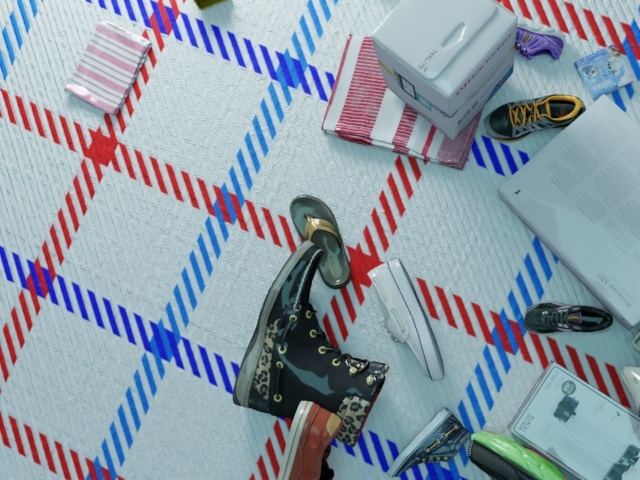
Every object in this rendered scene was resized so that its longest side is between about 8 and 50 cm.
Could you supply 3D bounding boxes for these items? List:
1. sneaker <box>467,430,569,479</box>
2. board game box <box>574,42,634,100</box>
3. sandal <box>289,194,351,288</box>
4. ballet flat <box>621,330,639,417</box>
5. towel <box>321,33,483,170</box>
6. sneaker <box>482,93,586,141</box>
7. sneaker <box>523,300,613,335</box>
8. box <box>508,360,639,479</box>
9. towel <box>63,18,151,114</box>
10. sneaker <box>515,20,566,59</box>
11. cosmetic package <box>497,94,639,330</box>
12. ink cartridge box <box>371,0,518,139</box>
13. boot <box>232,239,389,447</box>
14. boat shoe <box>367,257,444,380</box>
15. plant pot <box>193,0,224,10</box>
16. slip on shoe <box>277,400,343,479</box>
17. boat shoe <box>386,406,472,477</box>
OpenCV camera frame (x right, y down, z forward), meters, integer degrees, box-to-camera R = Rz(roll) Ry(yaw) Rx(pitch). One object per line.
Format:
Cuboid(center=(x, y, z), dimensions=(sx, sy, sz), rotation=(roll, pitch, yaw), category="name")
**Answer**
Cuboid(center=(0.436, 0.571, 1.581), dimensions=(0.202, 0.185, 0.483), rotation=(-39, 78, 0), category="sneaker")
Cuboid(center=(0.591, -0.351, 1.741), dimensions=(0.090, 0.020, 0.090), rotation=(-25, 81, 6), category="board game box")
Cuboid(center=(0.000, 0.000, 1.782), dimensions=(0.090, 0.060, 0.219), rotation=(-21, 81, 7), category="sandal")
Cuboid(center=(0.651, 0.234, 1.592), dimensions=(0.124, 0.116, 0.342), rotation=(17, 67, 29), category="ballet flat")
Cuboid(center=(0.184, -0.304, 1.799), dimensions=(0.328, 0.037, 0.237), rotation=(16, 86, 11), category="towel")
Cuboid(center=(0.442, -0.262, 1.726), dimensions=(0.214, 0.083, 0.084), rotation=(-12, 83, 10), category="sneaker")
Cuboid(center=(0.497, 0.152, 1.671), dimensions=(0.178, 0.077, 0.072), rotation=(-5, 82, 10), category="sneaker")
Cuboid(center=(0.534, 0.385, 1.633), dimensions=(0.290, 0.087, 0.169), rotation=(32, 90, 12), category="box")
Cuboid(center=(-0.492, -0.402, 1.930), dimensions=(0.144, 0.029, 0.197), rotation=(26, 88, 11), category="towel")
Cuboid(center=(0.427, -0.418, 1.755), dimensions=(0.169, 0.068, 0.071), rotation=(13, 92, 10), category="sneaker")
Cuboid(center=(0.584, -0.057, 1.650), dimensions=(0.284, 0.097, 0.377), rotation=(-40, 71, 1), category="cosmetic package")
Cuboid(center=(0.247, -0.364, 1.641), dimensions=(0.197, 0.270, 0.198), rotation=(42, 89, 15), category="ink cartridge box")
Cuboid(center=(0.006, 0.217, 1.717), dimensions=(0.284, 0.138, 0.378), rotation=(23, 92, 13), category="boot")
Cuboid(center=(0.173, 0.170, 1.718), dimensions=(0.088, 0.096, 0.268), rotation=(-24, 79, 10), category="boat shoe")
Cuboid(center=(-0.258, -0.588, 1.887), dimensions=(0.081, 0.081, 0.083), rotation=(-19, 71, 7), category="plant pot")
Cuboid(center=(-0.028, 0.476, 1.662), dimensions=(0.101, 0.123, 0.332), rotation=(15, 110, 9), category="slip on shoe")
Cuboid(center=(0.220, 0.431, 1.693), dimensions=(0.083, 0.065, 0.183), rotation=(44, 91, 13), category="boat shoe")
